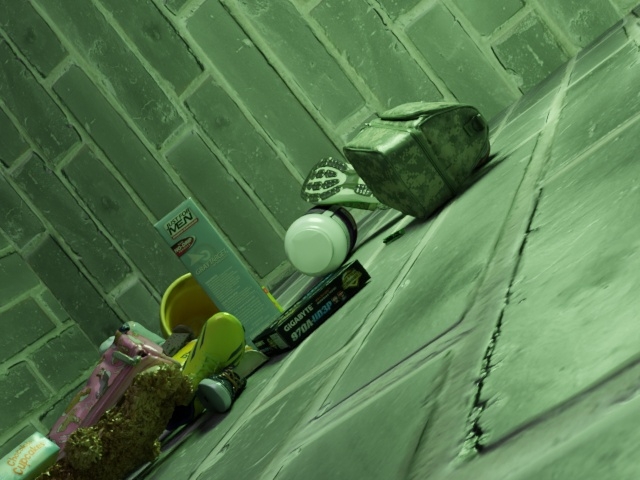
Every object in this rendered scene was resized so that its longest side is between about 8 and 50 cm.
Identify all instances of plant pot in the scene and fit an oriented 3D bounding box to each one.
[{"bbox_3d":[-0.331,0.246,2.490,0.254,0.254,0.239,-40,-14,-27],"label":"plant pot"}]

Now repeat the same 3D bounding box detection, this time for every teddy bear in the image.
[{"bbox_3d":[-0.341,0.350,1.500,0.338,0.113,0.245,-43,-14,-26],"label":"teddy bear"}]

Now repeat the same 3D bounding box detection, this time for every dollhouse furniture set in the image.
[{"bbox_3d":[-0.310,0.292,2.055,0.160,0.101,0.182,0,31,24],"label":"dollhouse furniture set"}]

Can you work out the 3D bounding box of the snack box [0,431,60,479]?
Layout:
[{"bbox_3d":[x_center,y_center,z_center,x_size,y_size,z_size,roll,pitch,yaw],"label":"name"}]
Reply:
[{"bbox_3d":[-0.563,0.500,1.510,0.187,0.060,0.322,-42,-20,-60],"label":"snack box"}]

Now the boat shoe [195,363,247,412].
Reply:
[{"bbox_3d":[-0.169,0.253,1.547,0.083,0.065,0.183,-38,1,-20],"label":"boat shoe"}]

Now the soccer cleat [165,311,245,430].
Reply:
[{"bbox_3d":[-0.225,0.254,1.649,0.289,0.093,0.121,-58,-5,34],"label":"soccer cleat"}]

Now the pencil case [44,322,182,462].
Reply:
[{"bbox_3d":[-0.439,0.358,1.714,0.160,0.167,0.386,23,72,43],"label":"pencil case"}]

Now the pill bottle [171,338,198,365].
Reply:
[{"bbox_3d":[-0.273,0.288,1.920,0.117,0.118,0.208,-37,2,35],"label":"pill bottle"}]

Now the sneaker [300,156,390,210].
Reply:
[{"bbox_3d":[0.111,-0.133,2.563,0.410,0.182,0.158,7,65,45],"label":"sneaker"}]

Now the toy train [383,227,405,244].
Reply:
[{"bbox_3d":[0.171,-0.010,2.047,0.023,0.017,0.083,-29,-3,-28],"label":"toy train"}]

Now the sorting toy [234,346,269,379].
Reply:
[{"bbox_3d":[-0.141,0.246,1.733,0.083,0.045,0.075,-39,-17,-2],"label":"sorting toy"}]

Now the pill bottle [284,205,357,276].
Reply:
[{"bbox_3d":[0.000,0.000,2.547,0.181,0.181,0.323,-38,2,15],"label":"pill bottle"}]

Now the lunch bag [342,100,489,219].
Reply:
[{"bbox_3d":[0.229,-0.214,2.035,0.256,0.213,0.305,-39,17,-9],"label":"lunch bag"}]

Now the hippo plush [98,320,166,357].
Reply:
[{"bbox_3d":[-0.438,0.377,2.215,0.237,0.294,0.234,-83,17,-49],"label":"hippo plush"}]

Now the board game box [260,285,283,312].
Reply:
[{"bbox_3d":[-0.159,0.182,2.595,0.043,0.092,0.181,-40,2,-6],"label":"board game box"}]

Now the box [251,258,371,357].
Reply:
[{"bbox_3d":[-0.019,0.135,1.714,0.220,0.051,0.175,-40,2,-23],"label":"box"}]

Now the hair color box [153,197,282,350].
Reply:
[{"bbox_3d":[-0.234,0.084,2.091,0.113,0.374,0.185,-39,2,-7],"label":"hair color box"}]

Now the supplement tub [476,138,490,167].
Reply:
[{"bbox_3d":[0.361,-0.225,2.183,0.106,0.106,0.198,-39,3,-3],"label":"supplement tub"}]
